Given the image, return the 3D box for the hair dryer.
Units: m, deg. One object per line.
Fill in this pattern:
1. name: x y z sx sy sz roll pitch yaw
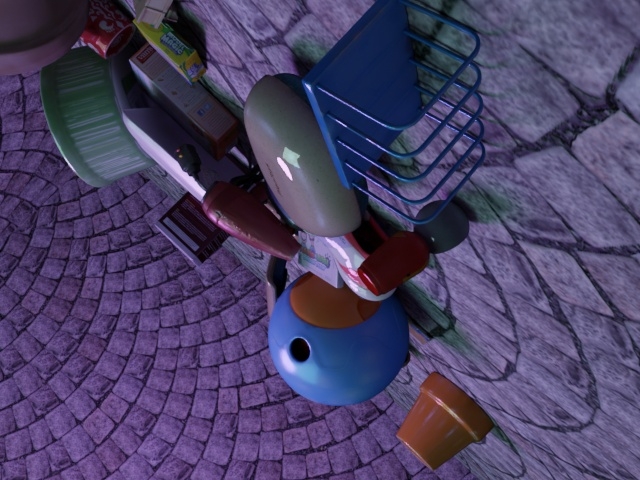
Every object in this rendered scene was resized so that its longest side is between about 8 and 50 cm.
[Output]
1. hair dryer: -0.117 -0.081 1.338 0.080 0.224 0.293 -56 51 38

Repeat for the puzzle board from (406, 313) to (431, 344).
1. puzzle board: 0.193 0.181 1.652 0.128 0.011 0.096 42 168 7

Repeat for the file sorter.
1. file sorter: 0.077 -0.109 0.661 0.104 0.118 0.170 36 167 26

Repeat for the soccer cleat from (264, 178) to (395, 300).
1. soccer cleat: 0.024 -0.042 1.240 0.318 0.109 0.116 48 143 26

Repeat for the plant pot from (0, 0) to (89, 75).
1. plant pot: -0.539 -0.479 1.184 0.323 0.323 0.280 43 153 5

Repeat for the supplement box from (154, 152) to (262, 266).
1. supplement box: -0.247 -0.071 1.707 0.130 0.239 0.073 42 171 14

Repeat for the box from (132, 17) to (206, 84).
1. box: -0.244 -0.318 1.209 0.105 0.043 0.179 45 177 -2

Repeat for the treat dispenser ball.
1. treat dispenser ball: 0.038 0.192 1.516 0.288 0.288 0.288 43 170 10

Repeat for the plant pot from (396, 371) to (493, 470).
1. plant pot: 0.302 0.474 1.889 0.205 0.188 0.205 42 169 10

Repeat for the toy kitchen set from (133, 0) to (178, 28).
1. toy kitchen set: -0.231 -0.366 1.096 0.068 0.075 0.083 8 -128 -34

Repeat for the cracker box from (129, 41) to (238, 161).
1. cracker box: -0.265 -0.273 1.466 0.232 0.067 0.156 43 170 0

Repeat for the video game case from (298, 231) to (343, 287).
1. video game case: 0.000 0.000 1.425 0.157 0.019 0.143 29 123 56

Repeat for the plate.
1. plate: -0.258 -0.161 1.498 0.277 0.045 0.278 43 -166 -2

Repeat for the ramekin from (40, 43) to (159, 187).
1. ramekin: -0.443 -0.276 1.574 0.303 0.148 0.303 -14 -90 -80

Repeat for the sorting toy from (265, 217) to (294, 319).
1. sorting toy: -0.085 0.057 1.644 0.041 0.229 0.307 7 154 1

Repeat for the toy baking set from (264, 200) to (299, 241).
1. toy baking set: -0.048 -0.008 1.796 0.256 0.030 0.196 40 171 25

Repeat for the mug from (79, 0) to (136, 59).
1. mug: -0.458 -0.425 1.413 0.169 0.150 0.113 41 150 -5

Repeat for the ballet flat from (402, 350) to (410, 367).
1. ballet flat: 0.113 0.207 1.828 0.348 0.123 0.123 50 168 -31

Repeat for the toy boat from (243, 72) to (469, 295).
1. toy boat: 0.040 -0.071 0.954 0.318 0.148 0.267 47 167 29
